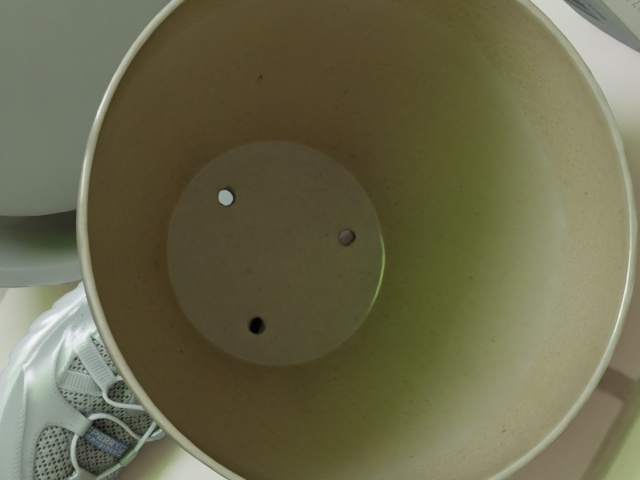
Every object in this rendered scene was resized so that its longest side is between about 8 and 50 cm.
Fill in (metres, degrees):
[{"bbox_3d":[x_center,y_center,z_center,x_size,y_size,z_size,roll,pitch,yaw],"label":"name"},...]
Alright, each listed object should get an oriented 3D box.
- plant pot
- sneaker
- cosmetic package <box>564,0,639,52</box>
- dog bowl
[{"bbox_3d":[0.000,0.000,0.832,0.191,0.284,0.284,159,131,-73],"label":"plant pot"},{"bbox_3d":[-0.106,0.071,0.955,0.115,0.105,0.281,32,90,42],"label":"sneaker"},{"bbox_3d":[0.208,-0.228,0.848,0.231,0.117,0.085,-54,49,6],"label":"cosmetic package"},{"bbox_3d":[-0.188,-0.135,0.972,0.349,0.349,0.102,-40,39,16],"label":"dog bowl"}]
